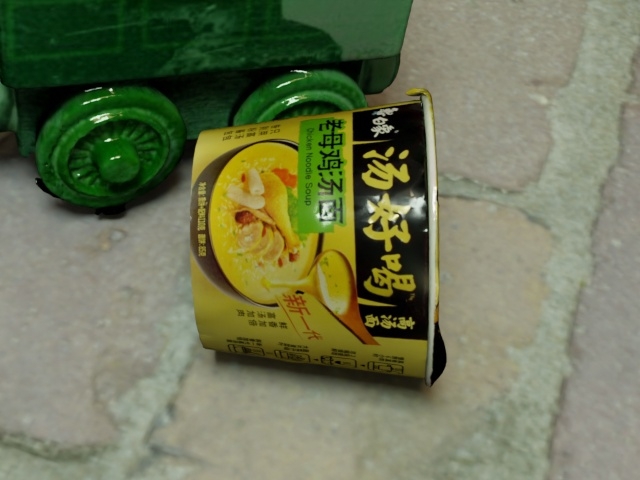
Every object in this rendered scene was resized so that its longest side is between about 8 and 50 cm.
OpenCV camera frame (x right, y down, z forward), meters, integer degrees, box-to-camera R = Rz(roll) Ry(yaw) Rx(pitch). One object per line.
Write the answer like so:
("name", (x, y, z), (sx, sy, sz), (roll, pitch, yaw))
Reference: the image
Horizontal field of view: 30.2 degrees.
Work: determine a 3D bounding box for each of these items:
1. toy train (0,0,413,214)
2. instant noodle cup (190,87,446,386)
("toy train", (-0.075, -0.129, 0.660), (0.266, 0.202, 0.145), (-8, 49, -18))
("instant noodle cup", (0.000, 0.000, 0.603), (0.122, 0.151, 0.151), (-2, 48, 0))
